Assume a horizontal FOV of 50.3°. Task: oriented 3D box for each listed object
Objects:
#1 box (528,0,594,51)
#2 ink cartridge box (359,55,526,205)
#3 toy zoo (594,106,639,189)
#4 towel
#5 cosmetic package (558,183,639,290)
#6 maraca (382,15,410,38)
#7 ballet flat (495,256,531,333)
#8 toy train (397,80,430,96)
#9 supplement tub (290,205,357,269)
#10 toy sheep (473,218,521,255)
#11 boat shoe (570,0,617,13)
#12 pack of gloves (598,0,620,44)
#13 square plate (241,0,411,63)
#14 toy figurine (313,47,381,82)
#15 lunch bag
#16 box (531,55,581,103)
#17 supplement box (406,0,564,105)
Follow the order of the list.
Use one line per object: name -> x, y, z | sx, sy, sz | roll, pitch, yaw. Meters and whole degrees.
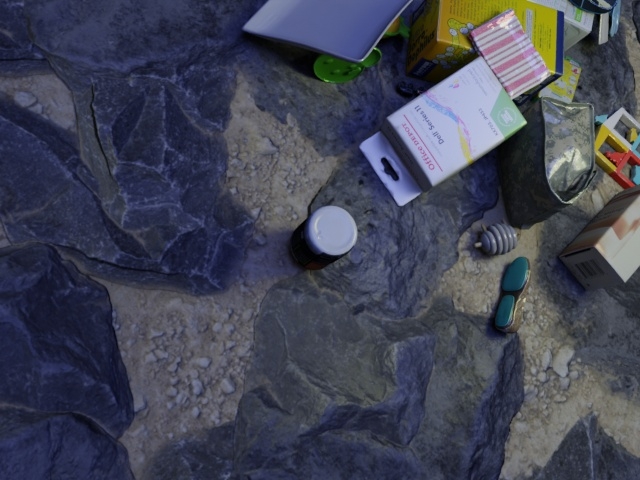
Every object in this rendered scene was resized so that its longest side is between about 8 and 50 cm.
box -> 0.664, -0.720, 1.952 | 0.231, 0.127, 0.261 | 20, 72, -11
ink cartridge box -> 0.293, -0.261, 1.671 | 0.354, 0.119, 0.207 | -34, 88, -4
toy zoo -> 0.885, -0.250, 1.954 | 0.293, 0.030, 0.192 | 41, 68, -4
towel -> 0.465, -0.455, 1.667 | 0.144, 0.029, 0.197 | -33, 92, -18
cosmetic package -> 0.794, -0.014, 1.801 | 0.296, 0.153, 0.129 | -40, 92, -23
maraca -> 0.162, -0.578, 1.776 | 0.186, 0.099, 0.127 | -2, 61, -41
ballet flat -> 0.492, 0.142, 1.721 | 0.067, 0.073, 0.206 | 37, 69, -35
toy train -> 0.276, -0.383, 1.797 | 0.158, 0.027, 0.036 | 11, 77, -14
supplement tub -> 0.000, 0.000, 1.524 | 0.117, 0.190, 0.116 | 4, 76, -17
toy sheep -> 0.447, -0.004, 1.726 | 0.132, 0.091, 0.091 | -17, 82, -7
boat shoe -> 0.695, -0.703, 1.837 | 0.258, 0.089, 0.109 | 30, 83, -5
pack of gloves -> 0.825, -0.701, 1.981 | 0.195, 0.046, 0.232 | -30, 121, -45
square plate -> 0.041, -0.568, 1.673 | 0.347, 0.049, 0.344 | 23, 61, 25
toy figurine -> 0.061, -0.504, 1.706 | 0.173, 0.130, 0.159 | -14, 63, 20
lunch bag -> 0.569, -0.183, 1.726 | 0.169, 0.235, 0.286 | 7, 75, -12
box -> 0.671, -0.450, 1.931 | 0.105, 0.043, 0.179 | 26, 72, -9
supplement box -> 0.430, -0.516, 1.790 | 0.357, 0.194, 0.195 | 11, 74, -14
